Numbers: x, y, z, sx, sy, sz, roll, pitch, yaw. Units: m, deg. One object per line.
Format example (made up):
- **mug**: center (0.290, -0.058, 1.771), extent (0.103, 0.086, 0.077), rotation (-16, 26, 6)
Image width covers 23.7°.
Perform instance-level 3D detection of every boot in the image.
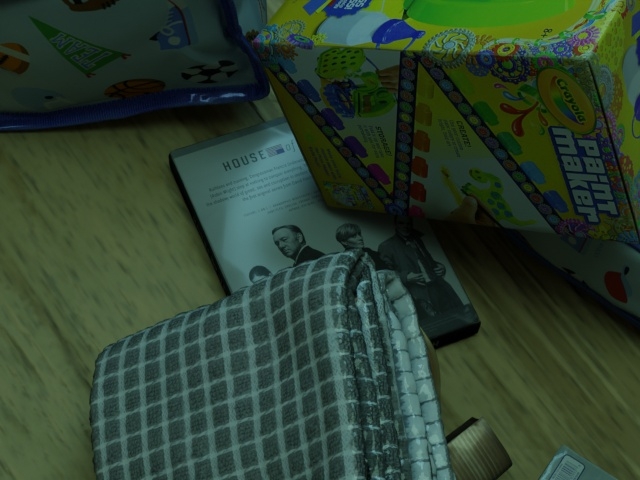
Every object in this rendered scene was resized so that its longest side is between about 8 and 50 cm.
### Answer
- **boot**: center (0.029, 0.136, 1.131), extent (0.152, 0.073, 0.197), rotation (-34, 76, -9)

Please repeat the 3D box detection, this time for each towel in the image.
- **towel**: center (-0.038, 0.168, 1.038), extent (0.235, 0.121, 0.283), rotation (-23, 58, 24)

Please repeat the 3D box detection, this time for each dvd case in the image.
- **dvd case**: center (0.000, 0.000, 1.245), extent (0.179, 0.029, 0.238), rotation (-18, 62, -14)

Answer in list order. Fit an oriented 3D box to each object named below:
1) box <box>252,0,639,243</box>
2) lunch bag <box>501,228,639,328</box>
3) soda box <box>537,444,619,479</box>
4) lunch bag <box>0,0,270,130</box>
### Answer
- **box**: center (0.156, -0.170, 1.180), extent (0.279, 0.177, 0.290), rotation (8, 49, 34)
- **lunch bag**: center (0.300, -0.079, 1.268), extent (0.243, 0.115, 0.303), rotation (33, 62, 20)
- **soda box**: center (0.125, 0.286, 1.048), extent (0.091, 0.098, 0.286), rotation (32, 63, 12)
- **lunch bag**: center (-0.254, -0.274, 1.276), extent (0.386, 0.239, 0.327), rotation (-7, 60, 10)
